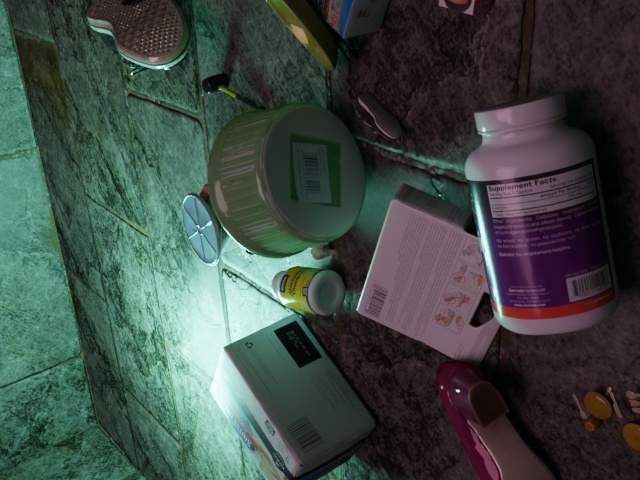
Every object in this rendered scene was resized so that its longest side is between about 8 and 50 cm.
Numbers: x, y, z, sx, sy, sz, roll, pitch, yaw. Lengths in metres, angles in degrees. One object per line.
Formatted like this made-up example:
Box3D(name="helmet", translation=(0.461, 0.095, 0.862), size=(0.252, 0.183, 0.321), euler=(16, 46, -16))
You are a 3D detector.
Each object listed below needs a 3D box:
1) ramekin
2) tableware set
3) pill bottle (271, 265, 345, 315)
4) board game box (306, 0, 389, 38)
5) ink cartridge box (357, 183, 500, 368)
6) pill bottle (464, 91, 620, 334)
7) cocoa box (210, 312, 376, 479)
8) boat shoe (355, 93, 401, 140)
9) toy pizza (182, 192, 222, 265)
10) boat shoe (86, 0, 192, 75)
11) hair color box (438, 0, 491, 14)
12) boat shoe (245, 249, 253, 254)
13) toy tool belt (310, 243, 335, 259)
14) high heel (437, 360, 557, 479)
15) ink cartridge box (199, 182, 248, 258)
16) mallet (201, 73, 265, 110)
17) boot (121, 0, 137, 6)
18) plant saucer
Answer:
Box3D(name="ramekin", translation=(-0.053, -0.121, 1.426), size=(0.148, 0.303, 0.303), euler=(-10, 100, 49))
Box3D(name="tableware set", translation=(0.476, 0.278, 1.142), size=(0.154, 0.024, 0.104), euler=(-20, 94, 55))
Box3D(name="pill bottle", translation=(-0.034, 0.112, 1.690), size=(0.184, 0.103, 0.103), euler=(4, 111, 53))
Box3D(name="board game box", translation=(0.015, -0.537, 1.275), size=(0.303, 0.098, 0.224), euler=(50, 143, 26))
Box3D(name="ink cartridge box", translation=(0.222, 0.073, 1.347), size=(0.261, 0.066, 0.296), euler=(26, 133, 13))
Box3D(name="pill bottle", translation=(0.312, -0.039, 1.051), size=(0.182, 0.182, 0.322), euler=(1, 108, 54))
Box3D(name="cocoa box", translation=(-0.078, 0.405, 1.795), size=(0.347, 0.232, 0.228), euler=(52, 144, 24))
Box3D(name="boat shoe", translation=(0.106, -0.222, 1.364), size=(0.125, 0.046, 0.038), euler=(51, 143, 29))
Box3D(name="toy pizza", translation=(-0.307, -0.032, 1.937), size=(0.201, 0.032, 0.201), euler=(34, 134, 44))
Box3D(name="boat shoe", translation=(-0.438, -0.513, 1.847), size=(0.500, 0.187, 0.156), euler=(35, 166, 48))
Box3D(name="hair color box", translation=(0.224, -0.416, 1.093), size=(0.072, 0.043, 0.141), euler=(33, 133, 40))
Box3D(name="boat shoe", translation=(-0.125, -0.054, 1.748), size=(0.095, 0.079, 0.254), euler=(56, 144, 19))
Box3D(name="toy tool belt", translation=(0.000, 0.000, 1.640), size=(0.051, 0.052, 0.083), euler=(-22, 93, 25))
Box3D(name="high heel", translation=(0.331, 0.398, 1.365), size=(0.181, 0.127, 0.377), euler=(-159, 49, -78))
Box3D(name="ink cartridge box", translation=(-0.251, -0.048, 1.938), size=(0.198, 0.067, 0.115), euler=(58, 145, 15))
Box3D(name="mallet", translation=(-0.194, -0.347, 1.734), size=(0.190, 0.062, 0.039), euler=(28, 132, 25))
Box3D(name="boot", translation=(-0.484, -0.684, 1.832), size=(0.248, 0.090, 0.206), euler=(-6, 72, 48))
Box3D(name="plant saucer", translation=(-0.042, -0.419, 1.367), size=(0.241, 0.037, 0.241), euler=(48, -177, -4))
